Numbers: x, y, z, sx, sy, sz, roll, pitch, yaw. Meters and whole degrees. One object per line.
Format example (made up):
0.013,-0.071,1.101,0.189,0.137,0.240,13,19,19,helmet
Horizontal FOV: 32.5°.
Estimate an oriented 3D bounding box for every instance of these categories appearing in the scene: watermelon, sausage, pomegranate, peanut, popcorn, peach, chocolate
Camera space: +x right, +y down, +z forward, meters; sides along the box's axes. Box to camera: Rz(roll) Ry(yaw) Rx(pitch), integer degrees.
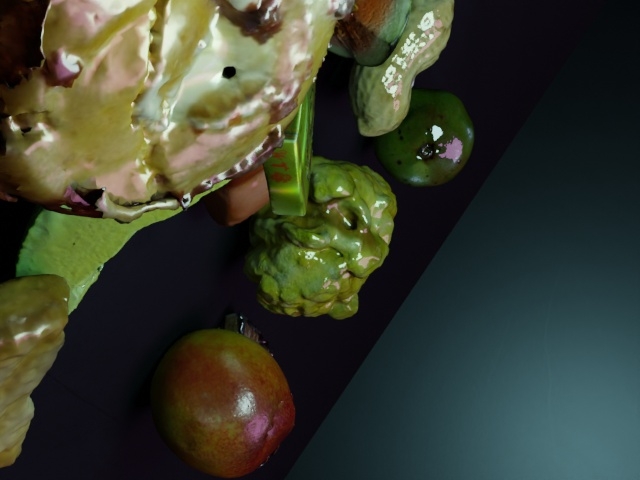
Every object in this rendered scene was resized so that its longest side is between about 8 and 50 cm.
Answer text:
0.064,-0.295,1.392,0.137,0.145,0.193,-30,151,-53,watermelon
-0.103,-0.122,1.315,0.097,0.094,0.348,-37,161,-19,sausage
0.184,-0.199,1.983,0.225,0.187,0.187,-89,-158,-60,pomegranate
0.105,-0.247,1.479,0.229,0.103,0.098,-59,-160,6,peanut
0.000,0.000,1.654,0.242,0.235,0.250,7,97,-49,popcorn
-0.152,0.253,1.700,0.231,0.231,0.231,-52,165,-20,peach
-0.136,0.207,1.967,0.329,0.065,0.102,72,20,-72,chocolate

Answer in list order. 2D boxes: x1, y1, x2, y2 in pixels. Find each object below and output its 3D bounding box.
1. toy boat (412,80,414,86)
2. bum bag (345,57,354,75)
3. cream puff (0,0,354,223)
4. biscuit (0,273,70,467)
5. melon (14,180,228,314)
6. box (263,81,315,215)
0.096,-0.254,1.650,0.155,0.085,0.227,-63,175,17,toy boat
0.094,-0.342,1.552,0.248,0.060,0.123,-55,172,-15,bum bag
-0.131,-0.185,0.798,0.350,0.229,0.350,-26,138,-26,cream puff
-0.345,0.143,1.046,0.213,0.091,0.274,-17,151,-48,biscuit
-0.200,-0.045,1.067,0.323,0.124,0.196,-38,-173,17,melon
-0.028,-0.202,1.170,0.173,0.043,0.311,85,8,-66,box
